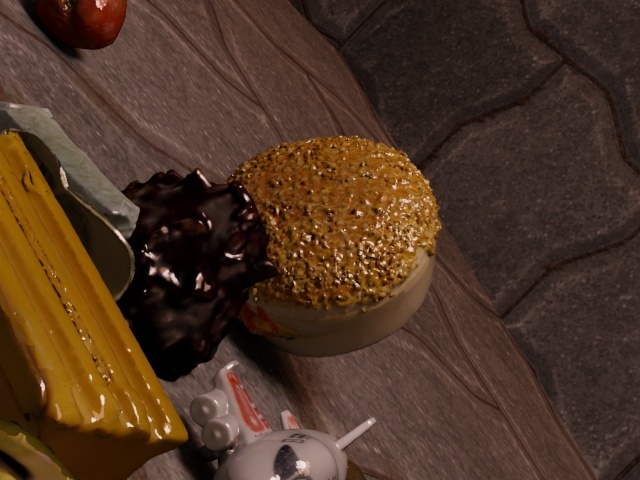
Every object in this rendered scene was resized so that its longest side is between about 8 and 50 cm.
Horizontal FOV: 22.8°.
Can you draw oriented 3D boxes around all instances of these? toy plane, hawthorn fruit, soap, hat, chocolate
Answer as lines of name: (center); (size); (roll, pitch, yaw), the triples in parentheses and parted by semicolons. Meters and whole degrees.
toy plane: (-0.026, 0.226, 1.506); (0.252, 0.118, 0.252); (44, 20, -20)
hawthorn fruit: (-0.301, -0.299, 1.999); (0.128, 0.128, 0.128); (50, 12, -15)
soap: (-0.250, 0.039, 1.232); (0.324, 0.096, 0.204); (58, 12, 24)
hat: (-0.229, -0.014, 1.406); (0.166, 0.122, 0.081); (34, 15, 16)
chocolate: (-0.136, 0.002, 1.596); (0.224, 0.177, 0.206); (49, 12, -24)

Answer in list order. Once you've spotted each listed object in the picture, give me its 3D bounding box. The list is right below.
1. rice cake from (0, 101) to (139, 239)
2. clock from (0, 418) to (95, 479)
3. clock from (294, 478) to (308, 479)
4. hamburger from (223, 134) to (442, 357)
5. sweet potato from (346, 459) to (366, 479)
rice cake: (-0.249, -0.063, 1.510); (0.206, 0.063, 0.069); (43, 21, 28)
clock: (-0.181, 0.242, 0.960); (0.277, 0.071, 0.293); (55, 14, -45)
clock: (-0.008, 0.334, 1.114); (0.286, 0.117, 0.348); (64, 6, 0)
hamburger: (0.000, 0.000, 1.885); (0.179, 0.294, 0.276); (72, -4, -48)
sweet potato: (0.017, 0.281, 1.666); (0.069, 0.059, 0.249); (33, 16, 0)
